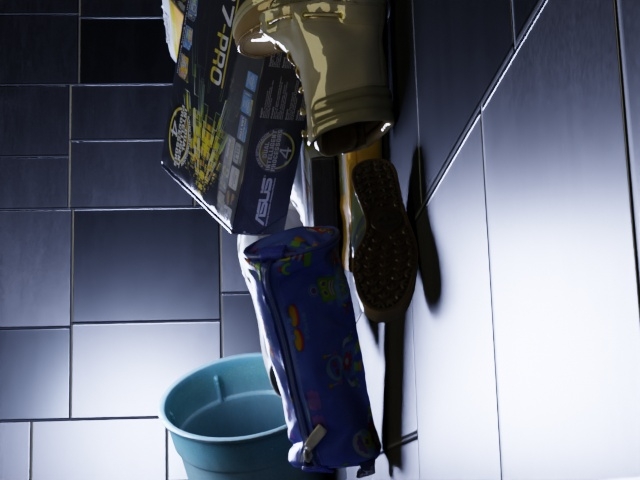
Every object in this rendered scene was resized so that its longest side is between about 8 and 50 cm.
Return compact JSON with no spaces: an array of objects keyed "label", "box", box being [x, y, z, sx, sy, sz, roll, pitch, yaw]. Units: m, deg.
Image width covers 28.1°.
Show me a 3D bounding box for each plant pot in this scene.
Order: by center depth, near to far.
[{"label":"plant pot","box":[-0.127,0.450,2.562,0.341,0.341,0.334,-99,0,-67]}]

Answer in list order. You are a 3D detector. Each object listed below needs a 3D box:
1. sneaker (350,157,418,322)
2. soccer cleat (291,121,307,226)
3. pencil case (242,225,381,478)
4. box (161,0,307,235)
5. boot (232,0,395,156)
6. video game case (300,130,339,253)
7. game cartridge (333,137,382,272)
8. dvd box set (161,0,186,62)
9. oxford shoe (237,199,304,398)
[{"label":"sneaker","box":[0.063,0.015,1.266,0.086,0.064,0.192,81,-176,-51]},{"label":"soccer cleat","box":[-0.025,-0.119,1.942,0.116,0.143,0.331,-134,43,-85]},{"label":"pencil case","box":[-0.009,0.137,1.550,0.133,0.119,0.306,-27,-73,-63]},{"label":"box","box":[-0.115,-0.242,1.858,0.318,0.097,0.395,39,122,54]},{"label":"boot","box":[-0.010,-0.194,1.469,0.262,0.095,0.204,-14,78,49]},{"label":"video game case","box":[0.000,0.000,1.767,0.248,0.035,0.275,-107,15,-77]},{"label":"game cartridge","box":[0.040,-0.123,1.637,0.285,0.052,0.324,180,89,-87]},{"label":"dvd box set","box":[-0.118,-0.231,2.189,0.420,0.062,0.307,51,169,8]},{"label":"oxford shoe","box":[-0.048,0.115,2.249,0.130,0.169,0.449,-91,-5,-51]}]
